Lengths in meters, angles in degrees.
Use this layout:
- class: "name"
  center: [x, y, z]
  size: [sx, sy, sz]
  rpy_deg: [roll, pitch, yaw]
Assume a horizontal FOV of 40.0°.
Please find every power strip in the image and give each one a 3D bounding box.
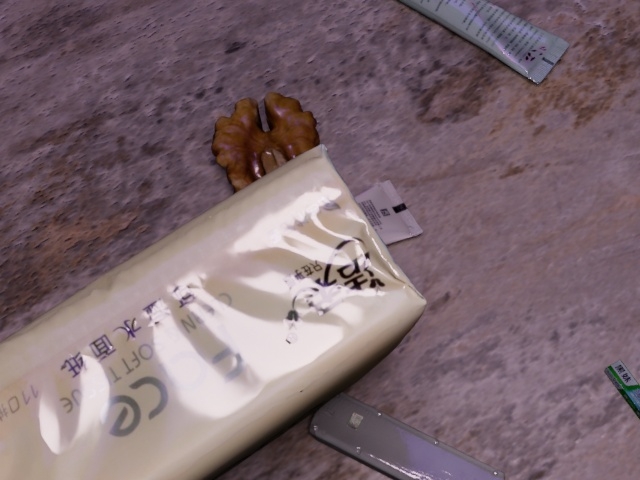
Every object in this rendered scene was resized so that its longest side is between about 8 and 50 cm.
- class: "power strip"
  center: [0.085, 0.232, 0.978]
  size: [0.253, 0.027, 0.060]
  rpy_deg: [24, 67, 16]

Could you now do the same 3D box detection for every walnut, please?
- class: "walnut"
  center: [-0.068, -0.111, 1.151]
  size: [0.143, 0.069, 0.170]
  rpy_deg: [-11, 63, -3]

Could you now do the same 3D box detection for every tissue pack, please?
- class: "tissue pack"
  center: [-0.121, 0.122, 0.859]
  size: [0.405, 0.332, 0.205]
  rpy_deg: [-34, 79, -7]

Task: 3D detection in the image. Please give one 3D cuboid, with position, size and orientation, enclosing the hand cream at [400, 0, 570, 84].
- class: "hand cream"
  center: [0.193, -0.334, 1.257]
  size: [0.331, 0.058, 0.085]
  rpy_deg: [34, 67, 20]

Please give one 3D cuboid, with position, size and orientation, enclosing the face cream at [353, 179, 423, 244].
- class: "face cream"
  center: [0.000, 0.000, 1.097]
  size: [0.244, 0.058, 0.092]
  rpy_deg: [-23, 61, -13]

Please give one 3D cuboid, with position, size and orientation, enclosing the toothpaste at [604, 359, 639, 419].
- class: "toothpaste"
  center: [0.355, 0.175, 0.995]
  size: [0.020, 0.017, 0.083]
  rpy_deg: [-27, 64, -10]
